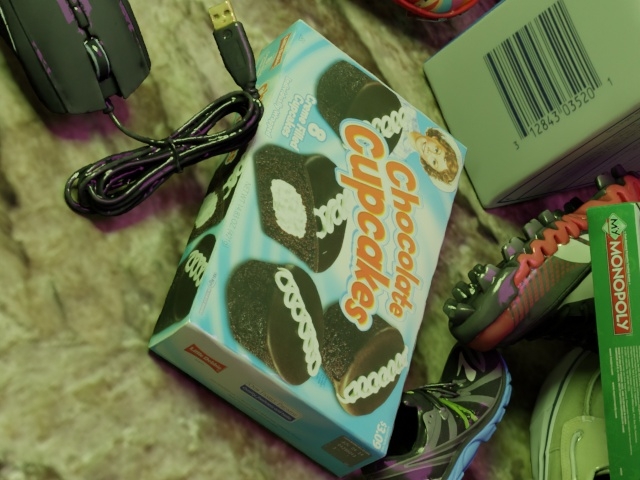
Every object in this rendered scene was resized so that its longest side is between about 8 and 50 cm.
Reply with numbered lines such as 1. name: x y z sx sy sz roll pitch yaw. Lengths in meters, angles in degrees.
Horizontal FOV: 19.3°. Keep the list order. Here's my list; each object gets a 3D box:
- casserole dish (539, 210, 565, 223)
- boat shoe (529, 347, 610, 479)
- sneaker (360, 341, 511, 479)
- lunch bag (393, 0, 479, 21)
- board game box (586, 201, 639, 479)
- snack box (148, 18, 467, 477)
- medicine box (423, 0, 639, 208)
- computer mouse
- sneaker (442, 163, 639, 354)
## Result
1. casserole dish: 0.243 0.027 1.669 0.188 0.037 0.114 -16 77 -46
2. boat shoe: 0.227 0.201 1.511 0.109 0.094 0.302 34 48 -22
3. sneaker: 0.088 0.134 1.448 0.078 0.067 0.188 49 46 -13
4. lunch bag: 0.124 -0.336 1.591 0.258 0.293 0.120 30 25 -29
5. board game box: 0.289 0.133 1.481 0.213 0.046 0.317 2 81 -54
6. snack box: 0.000 0.000 1.452 0.187 0.060 0.322 36 47 -21
7. medicine box: 0.288 -0.165 1.637 0.289 0.263 0.149 -14 76 -39
8. computer mouse: -0.146 -0.163 1.378 0.184 0.060 0.262 -24 83 -25
9. sneaker: 0.210 0.039 1.531 0.276 0.097 0.135 -29 82 -47
